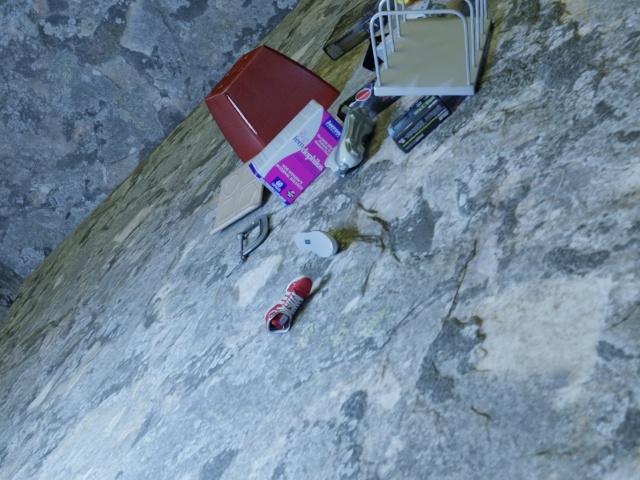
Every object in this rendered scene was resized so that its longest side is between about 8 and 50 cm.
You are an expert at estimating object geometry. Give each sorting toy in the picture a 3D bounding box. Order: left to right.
[{"bbox_3d":[-0.200,-0.123,2.130,0.193,0.038,0.208,-29,39,40],"label":"sorting toy"}]

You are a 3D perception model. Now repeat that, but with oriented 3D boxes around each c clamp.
[{"bbox_3d":[-0.170,0.001,1.905,0.137,0.022,0.161,-40,22,19],"label":"c clamp"}]

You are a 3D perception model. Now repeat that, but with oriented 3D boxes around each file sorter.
[{"bbox_3d":[0.218,-0.429,1.610,0.192,0.173,0.278,3,42,18],"label":"file sorter"}]

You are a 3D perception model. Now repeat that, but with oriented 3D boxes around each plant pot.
[{"bbox_3d":[-0.157,-0.376,2.263,0.267,0.235,0.267,-53,21,-14],"label":"plant pot"}]

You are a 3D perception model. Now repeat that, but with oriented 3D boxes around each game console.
[{"bbox_3d":[0.166,-0.496,2.170,0.107,0.071,0.122,-17,21,-6],"label":"game console"}]

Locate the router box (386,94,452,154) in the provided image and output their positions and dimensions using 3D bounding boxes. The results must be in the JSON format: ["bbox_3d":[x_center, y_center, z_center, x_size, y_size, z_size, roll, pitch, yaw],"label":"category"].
[{"bbox_3d":[0.189,-0.232,1.604,0.122,0.038,0.092,-42,22,12],"label":"router box"}]

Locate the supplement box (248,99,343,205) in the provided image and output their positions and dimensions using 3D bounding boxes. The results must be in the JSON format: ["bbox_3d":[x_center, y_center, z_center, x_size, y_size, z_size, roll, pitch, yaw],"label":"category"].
[{"bbox_3d":[-0.047,-0.204,1.910,0.220,0.111,0.114,-46,21,3],"label":"supplement box"}]

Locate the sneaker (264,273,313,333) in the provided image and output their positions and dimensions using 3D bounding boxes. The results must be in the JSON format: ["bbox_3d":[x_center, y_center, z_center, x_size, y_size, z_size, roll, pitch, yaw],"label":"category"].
[{"bbox_3d":[-0.055,0.115,1.443,0.118,0.042,0.067,-49,15,17],"label":"sneaker"}]

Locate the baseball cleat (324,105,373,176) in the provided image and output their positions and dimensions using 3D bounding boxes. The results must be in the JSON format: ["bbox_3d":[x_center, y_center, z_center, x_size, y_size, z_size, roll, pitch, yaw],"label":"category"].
[{"bbox_3d":[0.055,-0.212,1.786,0.109,0.072,0.206,-41,17,34],"label":"baseball cleat"}]

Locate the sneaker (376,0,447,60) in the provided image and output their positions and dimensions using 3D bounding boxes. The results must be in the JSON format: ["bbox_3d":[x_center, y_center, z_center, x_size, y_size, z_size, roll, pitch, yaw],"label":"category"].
[{"bbox_3d":[0.230,-0.477,1.872,0.169,0.108,0.292,-50,19,1],"label":"sneaker"}]

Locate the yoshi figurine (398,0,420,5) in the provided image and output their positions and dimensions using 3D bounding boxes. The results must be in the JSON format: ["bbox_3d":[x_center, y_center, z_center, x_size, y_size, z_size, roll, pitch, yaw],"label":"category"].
[{"bbox_3d":[0.290,-0.643,1.845,0.203,0.204,0.362,12,27,42],"label":"yoshi figurine"}]

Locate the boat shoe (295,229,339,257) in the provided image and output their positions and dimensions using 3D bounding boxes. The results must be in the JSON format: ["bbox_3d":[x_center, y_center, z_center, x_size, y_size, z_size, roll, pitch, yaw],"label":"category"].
[{"bbox_3d":[0.000,0.000,1.544,0.040,0.049,0.142,-14,12,-27],"label":"boat shoe"}]

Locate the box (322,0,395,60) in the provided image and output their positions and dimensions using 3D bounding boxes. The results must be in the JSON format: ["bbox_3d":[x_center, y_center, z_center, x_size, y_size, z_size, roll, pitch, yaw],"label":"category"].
[{"bbox_3d":[0.124,-0.658,2.482,0.231,0.056,0.183,-24,29,45],"label":"box"}]

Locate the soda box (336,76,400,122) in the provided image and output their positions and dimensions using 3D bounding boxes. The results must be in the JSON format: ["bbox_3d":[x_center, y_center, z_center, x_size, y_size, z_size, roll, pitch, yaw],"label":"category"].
[{"bbox_3d":[0.118,-0.322,1.876,0.169,0.060,0.053,-34,25,31],"label":"soda box"}]
